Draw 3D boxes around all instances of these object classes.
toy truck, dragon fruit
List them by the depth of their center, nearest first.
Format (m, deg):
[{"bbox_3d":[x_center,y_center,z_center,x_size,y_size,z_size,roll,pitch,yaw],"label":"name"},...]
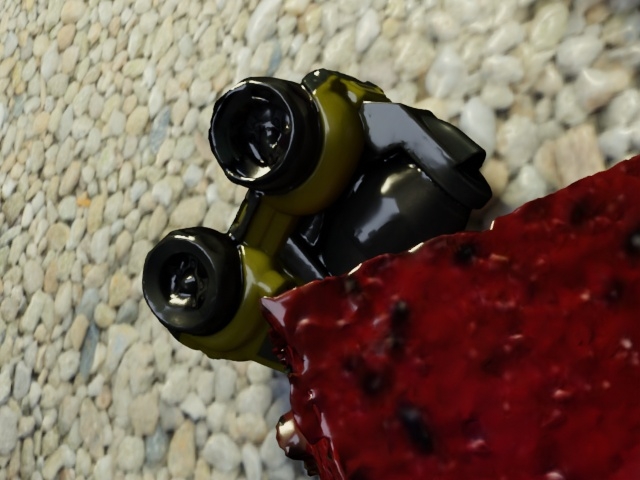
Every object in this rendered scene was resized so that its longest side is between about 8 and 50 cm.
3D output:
[{"bbox_3d":[0.066,0.138,0.406,0.302,0.240,0.330,-40,45,50],"label":"dragon fruit"},{"bbox_3d":[0.000,0.000,0.579,0.165,0.147,0.224,36,106,19],"label":"toy truck"}]
